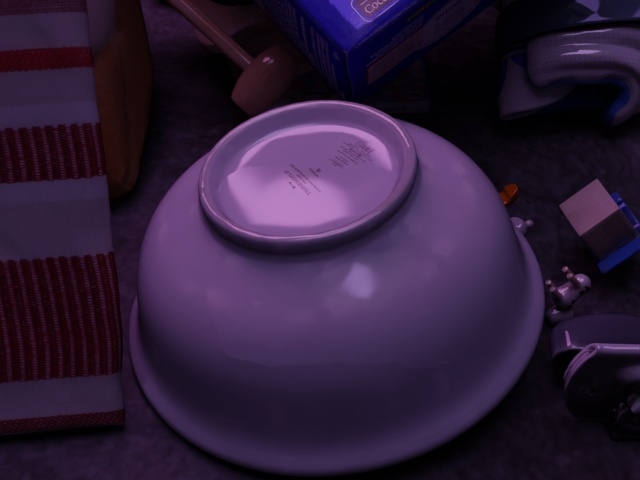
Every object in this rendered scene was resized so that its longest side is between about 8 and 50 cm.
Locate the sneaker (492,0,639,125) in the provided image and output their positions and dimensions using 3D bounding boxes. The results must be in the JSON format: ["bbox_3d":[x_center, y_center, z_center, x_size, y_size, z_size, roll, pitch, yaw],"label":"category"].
[{"bbox_3d":[0.170,-0.231,0.903,0.323,0.130,0.236,24,75,0],"label":"sneaker"}]

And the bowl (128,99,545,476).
[{"bbox_3d":[0.000,0.000,0.694,0.298,0.134,0.297,-6,44,6],"label":"bowl"}]

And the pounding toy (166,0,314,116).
[{"bbox_3d":[-0.056,-0.236,0.901,0.154,0.155,0.269,-37,49,7],"label":"pounding toy"}]

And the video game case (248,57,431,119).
[{"bbox_3d":[0.015,-0.157,0.972,0.166,0.015,0.119,-3,43,-1],"label":"video game case"}]

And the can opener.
[{"bbox_3d":[0.294,0.079,0.662,0.284,0.076,0.095,1,43,1],"label":"can opener"}]

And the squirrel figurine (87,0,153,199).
[{"bbox_3d":[-0.356,-0.234,0.885,0.371,0.281,0.396,-6,63,24],"label":"squirrel figurine"}]

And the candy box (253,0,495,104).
[{"bbox_3d":[0.024,-0.309,0.805,0.268,0.122,0.317,-38,77,-7],"label":"candy box"}]

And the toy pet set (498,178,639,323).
[{"bbox_3d":[0.183,0.007,0.774,0.114,0.065,0.122,-36,39,14],"label":"toy pet set"}]

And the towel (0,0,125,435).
[{"bbox_3d":[-0.254,-0.032,0.652,0.237,0.328,0.037,-4,10,-2],"label":"towel"}]
